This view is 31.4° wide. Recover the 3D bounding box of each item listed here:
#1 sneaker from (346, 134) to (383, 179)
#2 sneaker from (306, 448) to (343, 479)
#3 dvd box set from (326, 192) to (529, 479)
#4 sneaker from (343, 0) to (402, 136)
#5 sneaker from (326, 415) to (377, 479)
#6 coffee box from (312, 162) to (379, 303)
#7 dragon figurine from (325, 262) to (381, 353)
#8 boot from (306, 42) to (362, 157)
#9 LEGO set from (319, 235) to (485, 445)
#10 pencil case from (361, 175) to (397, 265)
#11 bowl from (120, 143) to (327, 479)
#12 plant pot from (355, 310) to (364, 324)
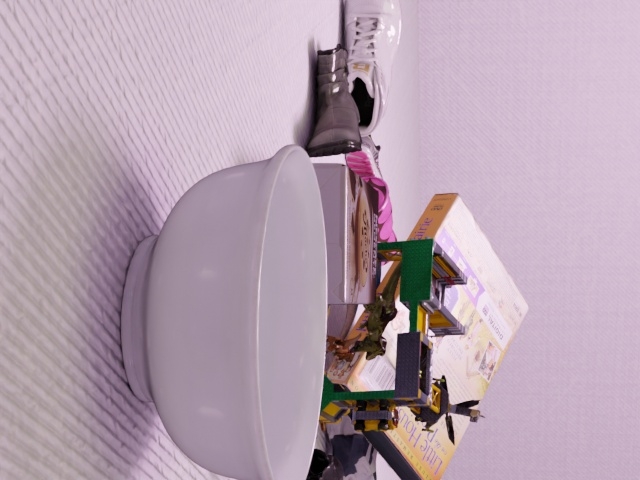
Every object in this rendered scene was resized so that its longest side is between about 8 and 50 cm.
[{"bbox_3d":[0.089,-0.147,2.144,0.170,0.063,0.075,66,32,-57],"label":"sneaker"},{"bbox_3d":[0.003,0.349,1.720,0.170,0.051,0.089,-60,154,-65],"label":"sneaker"},{"bbox_3d":[0.194,0.173,1.944,0.307,0.062,0.420,53,56,-32],"label":"dvd box set"},{"bbox_3d":[0.085,-0.328,1.984,0.169,0.108,0.292,-71,161,-70],"label":"sneaker"},{"bbox_3d":[0.064,0.381,1.953,0.153,0.094,0.235,5,75,-72],"label":"sneaker"},{"bbox_3d":[0.000,0.000,1.470,0.297,0.119,0.168,16,74,-80],"label":"coffee box"},{"bbox_3d":[0.056,0.043,1.907,0.144,0.085,0.289,15,75,-80],"label":"dragon figurine"},{"bbox_3d":[0.014,-0.212,1.712,0.246,0.083,0.161,-68,151,-79],"label":"boot"},{"bbox_3d":[0.104,0.149,1.710,0.192,0.255,0.331,42,40,-55],"label":"LEGO set"},{"bbox_3d":[0.100,-0.029,2.161,0.209,0.095,0.098,72,37,-56],"label":"pencil case"},{"bbox_3d":[-0.081,0.066,0.955,0.298,0.134,0.298,1,90,-80],"label":"bowl"},{"bbox_3d":[0.166,0.256,2.175,0.239,0.254,0.254,104,-6,-59],"label":"plant pot"}]
